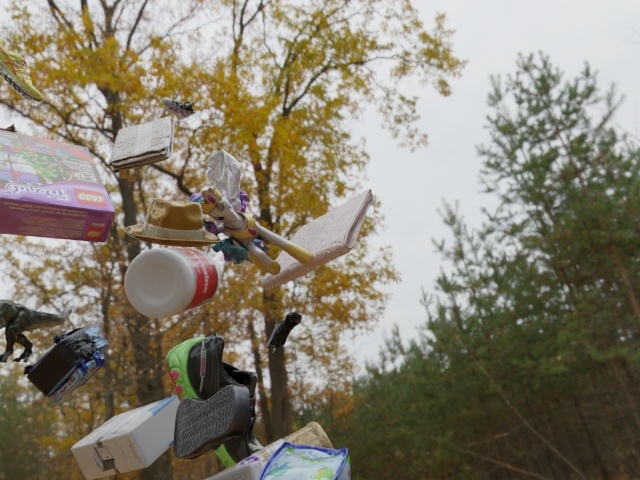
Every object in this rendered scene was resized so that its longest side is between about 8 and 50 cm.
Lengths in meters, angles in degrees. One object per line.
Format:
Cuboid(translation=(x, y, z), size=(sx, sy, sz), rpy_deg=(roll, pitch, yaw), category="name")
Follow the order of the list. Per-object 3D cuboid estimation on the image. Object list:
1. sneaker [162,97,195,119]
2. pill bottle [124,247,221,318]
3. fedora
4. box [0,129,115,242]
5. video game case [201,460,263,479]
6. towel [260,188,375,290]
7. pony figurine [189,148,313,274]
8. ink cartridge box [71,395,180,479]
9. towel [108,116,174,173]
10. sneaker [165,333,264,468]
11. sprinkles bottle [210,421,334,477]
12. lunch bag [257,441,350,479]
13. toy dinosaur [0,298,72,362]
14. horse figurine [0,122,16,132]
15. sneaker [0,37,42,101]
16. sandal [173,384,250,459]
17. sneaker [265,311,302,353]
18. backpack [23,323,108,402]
Cuboid(translation=(-0.374, -0.364, 1.398), size=(0.069, 0.038, 0.098), rpy_deg=(-12, -13, 15), category="sneaker")
Cuboid(translation=(-0.494, 0.140, 1.834), size=(0.229, 0.228, 0.408), rpy_deg=(-17, -3, 6), category="pill bottle")
Cuboid(translation=(-0.278, -0.040, 0.992), size=(0.195, 0.079, 0.194), rpy_deg=(8, 8, -1), category="fedora")
Cuboid(translation=(-0.444, -0.087, 0.681), size=(0.293, 0.201, 0.057), rpy_deg=(7, -59, -40), category="box")
Cuboid(translation=(-0.171, 0.542, 0.777), size=(0.300, 0.328, 0.036), rpy_deg=(-26, -20, 16), category="video game case")
Cuboid(translation=(0.000, 0.000, 1.556), size=(0.332, 0.053, 0.317), rpy_deg=(-29, 18, 35), category="towel")
Cuboid(translation=(-0.238, -0.055, 1.371), size=(0.363, 0.351, 0.302), rpy_deg=(41, -100, -40), category="pony figurine")
Cuboid(translation=(-0.385, 0.402, 1.059), size=(0.191, 0.082, 0.140), rpy_deg=(-25, 3, 28), category="ink cartridge box")
Cuboid(translation=(-0.557, -0.309, 1.628), size=(0.187, 0.282, 0.049), rpy_deg=(-15, -53, -4), category="towel")
Cuboid(translation=(-0.239, 0.465, 1.430), size=(0.202, 0.482, 0.185), rpy_deg=(-30, 26, -19), category="sneaker")
Cuboid(translation=(-0.141, 0.534, 1.143), size=(0.356, 0.121, 0.121), rpy_deg=(-21, -19, -23), category="sprinkles bottle")
Cuboid(translation=(-0.020, 0.282, 0.485), size=(0.096, 0.128, 0.151), rpy_deg=(-1, 2, 17), category="lunch bag")
Cuboid(translation=(-0.570, 0.169, 0.972), size=(0.064, 0.118, 0.268), rpy_deg=(0, -15, 18), category="toy dinosaur")
Cuboid(translation=(-0.922, -0.219, 1.402), size=(0.175, 0.263, 0.066), rpy_deg=(21, -35, -28), category="horse figurine")
Cuboid(translation=(-0.900, -0.508, 1.538), size=(0.081, 0.094, 0.208), rpy_deg=(5, -41, 55), category="sneaker")
Cuboid(translation=(-0.172, 0.294, 0.824), size=(0.055, 0.097, 0.254), rpy_deg=(18, -31, -32), category="sandal")
Cuboid(translation=(-0.115, 0.287, 1.608), size=(0.051, 0.089, 0.170), rpy_deg=(30, -37, -17), category="sneaker")
Cuboid(translation=(-0.587, 0.284, 1.248), size=(0.158, 0.117, 0.173), rpy_deg=(-43, -1, 15), category="backpack")
